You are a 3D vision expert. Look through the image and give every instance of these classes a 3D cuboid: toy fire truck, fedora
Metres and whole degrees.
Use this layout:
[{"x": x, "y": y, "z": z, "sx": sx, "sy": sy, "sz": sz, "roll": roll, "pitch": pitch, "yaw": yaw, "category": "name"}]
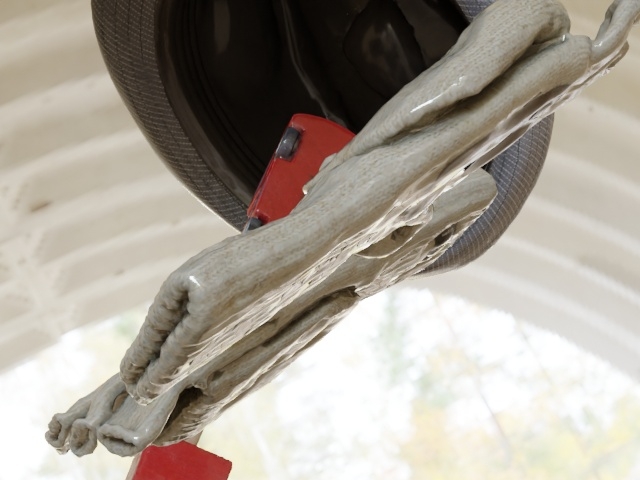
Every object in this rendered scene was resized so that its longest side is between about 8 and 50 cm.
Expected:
[{"x": -0.038, "y": 0.042, "z": 0.846, "sx": 0.135, "sy": 0.047, "sz": 0.192, "roll": 122, "pitch": 170, "yaw": -51, "category": "toy fire truck"}, {"x": 0.017, "y": -0.113, "z": 0.958, "sx": 0.244, "sy": 0.275, "sz": 0.124, "roll": -46, "pitch": 1, "yaw": 31, "category": "fedora"}]

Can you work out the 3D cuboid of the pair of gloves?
[{"x": 0.000, "y": 0.000, "z": 0.578, "sx": 0.204, "sy": 0.042, "sz": 0.240, "roll": -35, "pitch": -8, "yaw": -24, "category": "pair of gloves"}]
